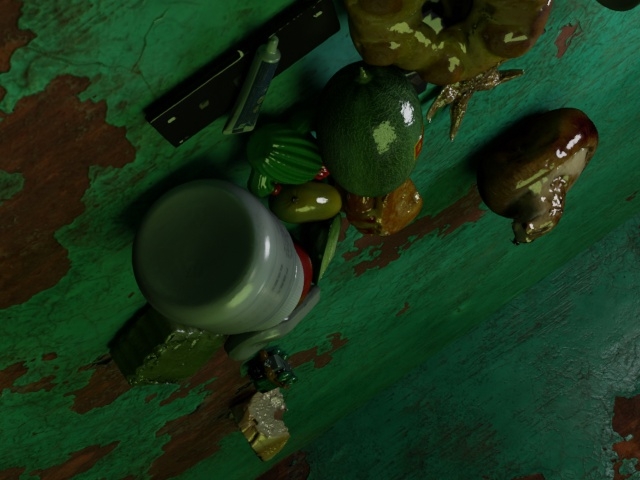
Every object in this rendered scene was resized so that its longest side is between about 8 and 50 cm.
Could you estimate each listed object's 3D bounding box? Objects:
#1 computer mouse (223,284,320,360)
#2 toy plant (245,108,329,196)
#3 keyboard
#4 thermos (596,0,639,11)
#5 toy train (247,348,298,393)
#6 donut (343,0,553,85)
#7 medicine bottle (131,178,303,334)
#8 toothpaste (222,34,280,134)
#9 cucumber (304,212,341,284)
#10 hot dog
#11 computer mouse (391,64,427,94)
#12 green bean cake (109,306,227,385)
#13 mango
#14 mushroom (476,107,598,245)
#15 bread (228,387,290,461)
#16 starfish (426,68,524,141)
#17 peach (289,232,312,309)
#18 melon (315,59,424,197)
[{"bbox_3d":[-0.113,0.177,1.618,0.197,0.095,0.331,-29,-176,22],"label":"computer mouse"},{"bbox_3d":[-0.040,-0.157,1.198,0.240,0.088,0.155,-25,139,-45],"label":"toy plant"},{"bbox_3d":[-0.112,-0.253,1.006,0.317,0.027,0.106,-35,159,1],"label":"keyboard"},{"bbox_3d":[0.616,-0.560,1.240,0.265,0.146,0.176,-38,131,-12],"label":"thermos"},{"bbox_3d":[-0.150,0.395,2.041,0.136,0.091,0.228,-25,156,5],"label":"toy train"},{"bbox_3d":[0.174,-0.349,0.923,0.299,0.150,0.317,23,151,-27],"label":"donut"},{"bbox_3d":[-0.162,0.045,1.213,0.245,0.245,0.306,-36,160,3],"label":"medicine bottle"},{"bbox_3d":[-0.097,-0.223,1.007,0.057,0.035,0.197,-15,155,-32],"label":"toothpaste"},{"bbox_3d":[0.000,0.000,1.522,0.244,0.063,0.115,104,12,-60],"label":"cucumber"},{"bbox_3d":[0.112,-0.093,1.437,0.153,0.150,0.256,-47,155,2],"label":"hot dog"},{"bbox_3d":[0.121,-0.274,1.224,0.172,0.057,0.099,-34,159,31],"label":"computer mouse"},{"bbox_3d":[-0.324,0.224,1.490,0.200,0.113,0.214,-45,153,22],"label":"green bean cake"},{"bbox_3d":[-0.023,-0.078,1.336,0.122,0.086,0.191,-11,180,33],"label":"mango"},{"bbox_3d":[0.561,-0.155,1.728,0.345,0.260,0.345,-27,155,-14],"label":"mushroom"},{"bbox_3d":[-0.225,0.613,2.223,0.211,0.184,0.224,4,132,-52],"label":"bread"},{"bbox_3d":[0.304,-0.316,1.364,0.235,0.062,0.277,-10,147,-40],"label":"starfish"},{"bbox_3d":[-0.113,0.067,1.463,0.190,0.192,0.190,3,142,2],"label":"peach"},{"bbox_3d":[0.080,-0.184,1.122,0.182,0.182,0.288,-31,155,-9],"label":"melon"}]
